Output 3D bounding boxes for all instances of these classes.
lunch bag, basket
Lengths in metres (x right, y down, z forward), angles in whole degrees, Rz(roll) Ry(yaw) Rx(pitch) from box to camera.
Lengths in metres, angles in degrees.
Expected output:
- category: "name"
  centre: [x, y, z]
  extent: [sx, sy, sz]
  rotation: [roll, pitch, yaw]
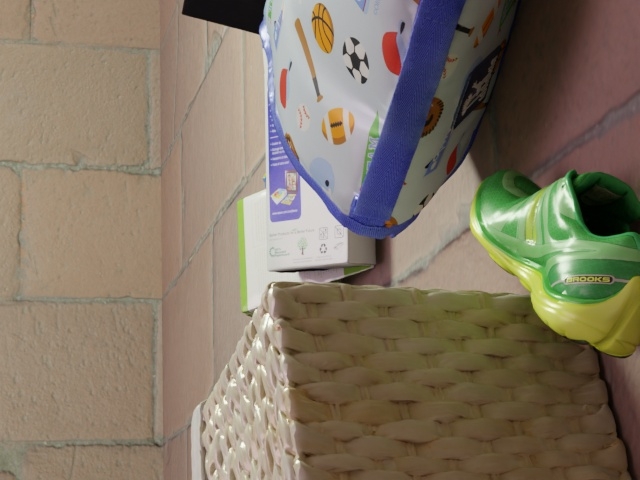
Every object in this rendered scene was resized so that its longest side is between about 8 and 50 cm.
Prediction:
- category: "lunch bag"
  centre: [0.079, -0.236, 1.354]
  extent: [0.385, 0.239, 0.328]
  rotation: [-95, 17, -50]
- category: "basket"
  centre: [0.082, 0.236, 1.131]
  extent: [0.266, 0.331, 0.328]
  rotation: [118, 150, -47]

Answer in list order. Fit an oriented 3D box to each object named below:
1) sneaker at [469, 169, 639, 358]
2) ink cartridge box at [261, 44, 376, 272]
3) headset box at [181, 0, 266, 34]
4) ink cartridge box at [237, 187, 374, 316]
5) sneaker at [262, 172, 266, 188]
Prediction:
- category: "sneaker"
  centre: [0.219, -0.003, 1.103]
  extent: [0.123, 0.109, 0.295]
  rotation: [-60, 21, 13]
- category: "ink cartridge box"
  centre: [-0.004, -0.124, 1.801]
  extent: [0.165, 0.065, 0.333]
  rotation: [-5, 85, 45]
- category: "headset box"
  centre: [-0.011, -0.378, 1.637]
  extent: [0.246, 0.283, 0.131]
  rotation: [111, 171, -48]
- category: "ink cartridge box"
  centre: [0.000, 0.000, 1.910]
  extent: [0.255, 0.097, 0.189]
  rotation: [-20, 64, 37]
- category: "sneaker"
  centre: [-0.062, -0.071, 2.142]
  extent: [0.069, 0.082, 0.209]
  rotation: [-133, 46, -66]
